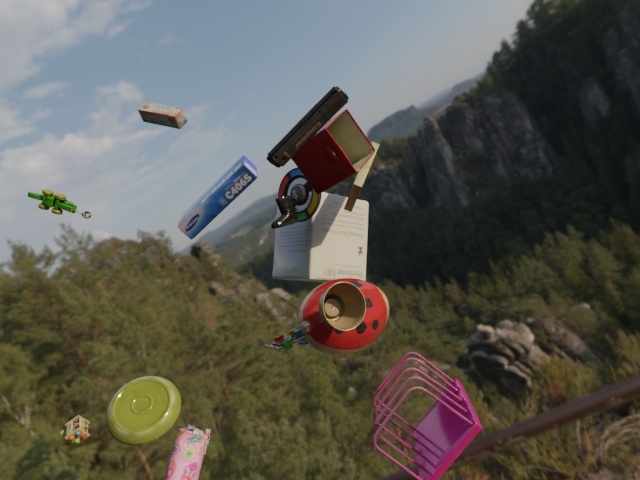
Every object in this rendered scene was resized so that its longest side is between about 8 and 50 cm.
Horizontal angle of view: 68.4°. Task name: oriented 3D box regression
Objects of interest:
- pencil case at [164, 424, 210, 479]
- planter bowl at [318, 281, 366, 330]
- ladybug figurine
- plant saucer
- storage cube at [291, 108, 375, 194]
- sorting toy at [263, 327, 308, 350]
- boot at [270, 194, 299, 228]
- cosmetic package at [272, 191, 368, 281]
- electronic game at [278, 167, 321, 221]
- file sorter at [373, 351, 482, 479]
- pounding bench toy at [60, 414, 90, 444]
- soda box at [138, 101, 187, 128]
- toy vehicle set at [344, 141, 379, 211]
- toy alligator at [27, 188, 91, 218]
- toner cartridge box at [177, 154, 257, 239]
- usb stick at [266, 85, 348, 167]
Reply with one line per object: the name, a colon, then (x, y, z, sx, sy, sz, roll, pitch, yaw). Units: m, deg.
pencil case: (-0.463, 0.785, 1.606, 0.124, 0.124, 0.283, -22, 49, 47)
planter bowl: (0.058, 0.227, 1.612, 0.162, 0.162, 0.109, -32, 5, -27)
ladybug figurine: (0.112, 0.284, 1.851, 0.450, 0.304, 0.162, -14, -18, -42)
plant saucer: (-0.586, 0.547, 1.552, 0.241, 0.241, 0.037, -33, -36, -32)
storage cube: (0.042, -0.307, 1.643, 0.193, 0.183, 0.215, -26, 18, 39)
sorting toy: (-0.128, 0.402, 1.950, 0.196, 0.047, 0.348, -16, -3, -22)
boot: (-0.131, -0.099, 1.614, 0.121, 0.099, 0.045, -18, 1, -36)
cosmetic package: (0.000, 0.000, 2.235, 0.330, 0.393, 0.328, 7, -8, -35)
electronic game: (-0.089, -0.191, 1.960, 0.229, 0.229, 0.048, -24, -14, 36)
file sorter: (0.252, 0.439, 1.217, 0.202, 0.182, 0.291, -54, -4, 7)
pounding bench toy: (-0.782, 0.611, 1.488, 0.083, 0.052, 0.065, -35, 37, -5)
soda box: (-0.614, -0.488, 1.834, 0.183, 0.062, 0.058, 16, 55, 19)
toy vehicle set: (0.171, -0.264, 1.949, 0.166, 0.035, 0.266, 110, -177, -54)
toy alligator: (-0.750, -0.105, 1.374, 0.051, 0.190, 0.056, -89, 20, -77)
toner cartridge box: (-0.390, -0.168, 1.796, 0.348, 0.075, 0.165, -42, 21, 9)
usb stick: (-0.036, -0.310, 1.294, 0.278, 0.045, 0.077, -43, -17, 12)
